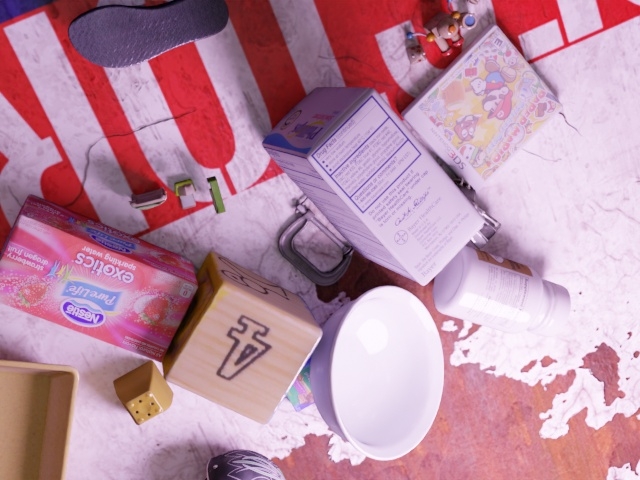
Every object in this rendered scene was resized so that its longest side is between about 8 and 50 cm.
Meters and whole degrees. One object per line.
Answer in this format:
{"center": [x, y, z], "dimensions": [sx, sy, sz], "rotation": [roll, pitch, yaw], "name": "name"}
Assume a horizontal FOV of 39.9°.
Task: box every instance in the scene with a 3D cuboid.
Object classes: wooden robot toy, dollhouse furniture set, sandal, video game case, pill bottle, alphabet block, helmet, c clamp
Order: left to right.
{"center": [-0.272, -0.336, 1.403], "dimensions": [0.254, 0.054, 0.097], "rotation": [-15, 116, -18], "name": "sandal"}
{"center": [-0.240, -0.060, 1.469], "dimensions": [0.151, 0.076, 0.058], "rotation": [-15, 108, -9], "name": "dollhouse furniture set"}
{"center": [-0.140, 0.162, 1.496], "dimensions": [0.197, 0.192, 0.193], "rotation": [29, 96, -18], "name": "alphabet block"}
{"center": [-0.140, 0.461, 1.596], "dimensions": [0.169, 0.169, 0.161], "rotation": [19, 116, -17], "name": "helmet"}
{"center": [0.000, 0.000, 1.569], "dimensions": [0.137, 0.022, 0.161], "rotation": [-42, 109, 1], "name": "c clamp"}
{"center": [0.222, -0.358, 1.486], "dimensions": [0.173, 0.079, 0.076], "rotation": [-43, 110, 2], "name": "wooden robot toy"}
{"center": [0.289, -0.231, 1.566], "dimensions": [0.227, 0.026, 0.206], "rotation": [-45, 110, 2], "name": "video game case"}
{"center": [0.334, 0.099, 1.614], "dimensions": [0.229, 0.131, 0.131], "rotation": [18, 101, -17], "name": "pill bottle"}

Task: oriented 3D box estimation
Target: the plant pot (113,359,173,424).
{"center": [-0.309, 0.275, 1.545], "dimensions": [0.081, 0.083, 0.081], "rotation": [-29, 109, -3], "name": "plant pot"}

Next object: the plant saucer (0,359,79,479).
{"center": [-0.598, 0.337, 1.500], "dimensions": [0.333, 0.081, 0.333], "rotation": [8, 104, -15], "name": "plant saucer"}

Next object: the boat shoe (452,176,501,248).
{"center": [0.240, -0.077, 1.575], "dimensions": [0.070, 0.078, 0.219], "rotation": [-45, 118, 5], "name": "boat shoe"}

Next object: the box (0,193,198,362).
{"center": [-0.369, 0.062, 1.440], "dimensions": [0.300, 0.142, 0.154], "rotation": [25, 100, -18], "name": "box"}

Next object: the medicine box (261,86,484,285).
{"center": [0.076, -0.096, 1.423], "dimensions": [0.149, 0.263, 0.289], "rotation": [-45, 110, -7], "name": "medicine box"}

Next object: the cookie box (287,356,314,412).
{"center": [-0.020, 0.250, 1.625], "dimensions": [0.107, 0.040, 0.092], "rotation": [-29, 109, -4], "name": "cookie box"}

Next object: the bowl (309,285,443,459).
{"center": [0.077, 0.230, 1.562], "dimensions": [0.298, 0.134, 0.298], "rotation": [5, 83, -45], "name": "bowl"}
